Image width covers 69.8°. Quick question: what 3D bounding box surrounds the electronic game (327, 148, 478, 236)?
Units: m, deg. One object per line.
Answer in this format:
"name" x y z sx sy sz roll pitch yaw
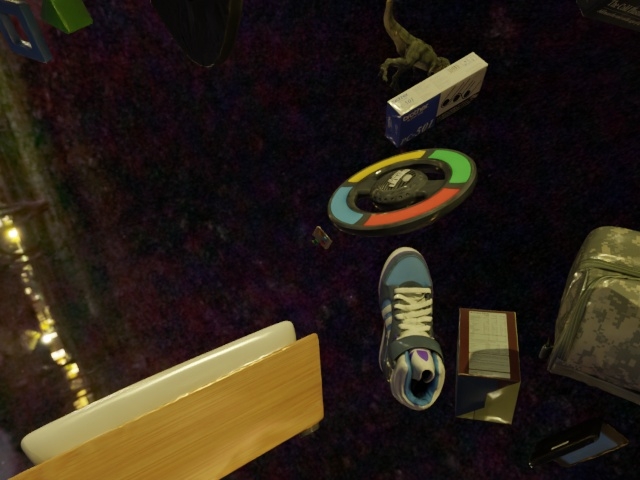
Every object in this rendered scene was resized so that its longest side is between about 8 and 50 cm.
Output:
"electronic game" 0.119 -0.078 0.695 0.229 0.229 0.048 18 138 50

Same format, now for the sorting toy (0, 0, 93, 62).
"sorting toy" -0.324 -0.339 0.407 0.196 0.047 0.347 12 137 32

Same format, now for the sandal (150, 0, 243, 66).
"sandal" -0.180 -0.380 0.417 0.168 0.107 0.445 27 140 32

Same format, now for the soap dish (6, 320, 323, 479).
"soap dish" -0.145 0.212 0.505 0.118 0.291 0.229 61 153 16

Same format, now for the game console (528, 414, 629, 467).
"game console" 0.414 0.340 0.734 0.122 0.107 0.071 -46 71 31

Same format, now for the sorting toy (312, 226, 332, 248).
"sorting toy" 0.000 0.000 1.336 0.062 0.012 0.083 46 150 9

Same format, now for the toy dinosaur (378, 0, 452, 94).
"toy dinosaur" 0.177 -0.372 0.946 0.118 0.268 0.064 -51 48 19

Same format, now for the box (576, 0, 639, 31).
"box" 0.659 -0.541 0.795 0.313 0.344 0.178 -33 69 56

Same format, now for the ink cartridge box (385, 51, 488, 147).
"ink cartridge box" 0.223 -0.273 0.896 0.046 0.207 0.097 53 168 24

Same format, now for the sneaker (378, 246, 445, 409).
"sneaker" 0.204 0.187 0.965 0.236 0.130 0.322 -138 52 -80

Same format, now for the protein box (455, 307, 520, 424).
"protein box" 0.412 0.311 1.150 0.136 0.201 0.199 3 133 17

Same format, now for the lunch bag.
"lunch bag" 0.530 0.152 0.709 0.305 0.256 0.212 21 146 26
